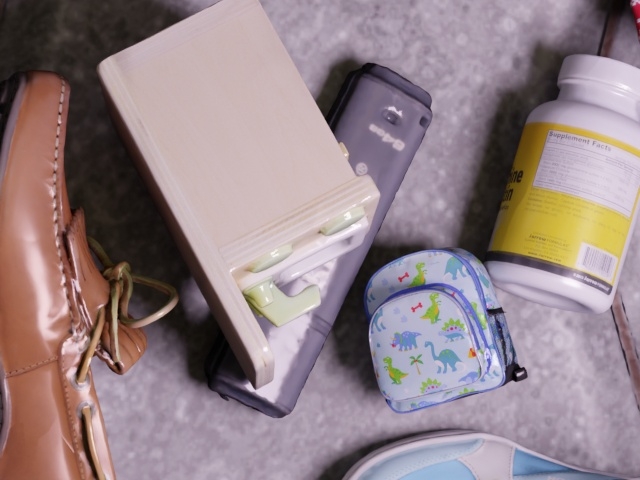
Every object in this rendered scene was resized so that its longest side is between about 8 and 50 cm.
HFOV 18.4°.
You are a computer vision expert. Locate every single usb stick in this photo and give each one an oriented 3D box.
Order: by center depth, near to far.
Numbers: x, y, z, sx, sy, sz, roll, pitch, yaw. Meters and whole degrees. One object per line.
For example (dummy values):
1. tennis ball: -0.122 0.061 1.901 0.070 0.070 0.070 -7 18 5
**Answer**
1. usb stick: 0.000 0.000 1.483 0.077 0.045 0.278 28 80 -12

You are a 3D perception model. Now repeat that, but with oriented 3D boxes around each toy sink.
1. toy sink: -0.043 -0.033 1.384 0.131 0.153 0.234 -27 81 -6

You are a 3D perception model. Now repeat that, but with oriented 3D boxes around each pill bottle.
1. pill bottle: 0.196 -0.043 1.510 0.103 0.103 0.184 20 82 -14

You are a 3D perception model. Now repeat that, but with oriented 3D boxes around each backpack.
1. backpack: 0.084 0.064 1.471 0.105 0.084 0.114 -16 86 19

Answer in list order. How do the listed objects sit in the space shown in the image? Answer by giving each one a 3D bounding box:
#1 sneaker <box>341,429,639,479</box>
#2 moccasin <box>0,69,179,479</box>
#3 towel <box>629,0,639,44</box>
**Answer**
1. sneaker: 0.181 0.212 1.439 0.319 0.208 0.127 7 87 -15
2. moccasin: -0.179 0.071 1.380 0.147 0.139 0.380 -4 89 -17
3. towel: 0.324 -0.260 1.558 0.199 0.031 0.275 -2 71 -15
